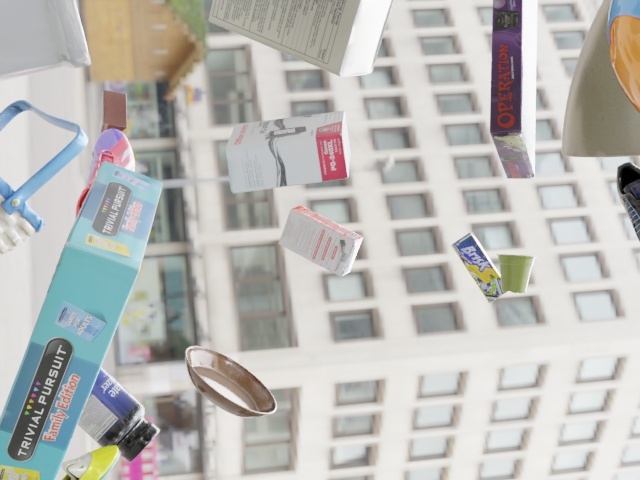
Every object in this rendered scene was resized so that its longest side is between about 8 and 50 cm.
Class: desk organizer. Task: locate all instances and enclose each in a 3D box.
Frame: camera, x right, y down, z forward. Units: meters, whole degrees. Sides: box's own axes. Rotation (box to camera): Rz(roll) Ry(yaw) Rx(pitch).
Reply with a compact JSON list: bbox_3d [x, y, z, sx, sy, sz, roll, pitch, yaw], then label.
[{"bbox_3d":[-0.437,-0.262,2.364,0.130,0.050,0.047,-102,-153,-48],"label":"desk organizer"}]

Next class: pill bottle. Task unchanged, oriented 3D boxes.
[{"bbox_3d":[-0.446,0.356,2.344,0.219,0.123,0.123,43,-10,-3],"label":"pill bottle"}]

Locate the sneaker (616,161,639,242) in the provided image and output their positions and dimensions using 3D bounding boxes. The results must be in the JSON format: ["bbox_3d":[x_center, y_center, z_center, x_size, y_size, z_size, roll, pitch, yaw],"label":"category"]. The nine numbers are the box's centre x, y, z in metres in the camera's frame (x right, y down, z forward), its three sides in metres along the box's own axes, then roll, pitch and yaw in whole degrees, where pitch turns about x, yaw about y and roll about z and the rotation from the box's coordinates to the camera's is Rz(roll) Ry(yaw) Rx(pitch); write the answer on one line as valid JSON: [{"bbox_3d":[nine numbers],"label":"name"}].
[{"bbox_3d":[0.594,-0.049,2.031,0.090,0.081,0.232,54,11,-39],"label":"sneaker"}]

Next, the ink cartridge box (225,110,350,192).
[{"bbox_3d":[-0.040,-0.114,1.432,0.109,0.150,0.063,-84,166,-67],"label":"ink cartridge box"}]

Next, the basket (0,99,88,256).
[{"bbox_3d":[-0.534,-0.104,1.833,0.254,0.289,0.201,22,-29,48],"label":"basket"}]

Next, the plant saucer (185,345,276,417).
[{"bbox_3d":[-0.171,0.267,2.057,0.036,0.198,0.198,-55,-161,10],"label":"plant saucer"}]

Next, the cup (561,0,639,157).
[{"bbox_3d":[0.514,-0.256,1.641,0.331,0.331,0.237,-145,-130,-78],"label":"cup"}]

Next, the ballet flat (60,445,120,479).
[{"bbox_3d":[-0.495,0.479,2.207,0.077,0.231,0.077,48,-14,-26],"label":"ballet flat"}]

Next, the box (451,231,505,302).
[{"bbox_3d":[0.385,0.064,2.704,0.169,0.059,0.054,57,11,4],"label":"box"}]

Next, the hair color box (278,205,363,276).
[{"bbox_3d":[0.000,0.000,2.500,0.053,0.167,0.093,-23,137,-61],"label":"hair color box"}]

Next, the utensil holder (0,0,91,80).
[{"bbox_3d":[-0.544,-0.357,1.548,0.327,0.385,0.328,164,-90,-80],"label":"utensil holder"}]

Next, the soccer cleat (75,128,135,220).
[{"bbox_3d":[-0.384,-0.092,1.978,0.095,0.083,0.248,66,29,-68],"label":"soccer cleat"}]

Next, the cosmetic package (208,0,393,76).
[{"bbox_3d":[-0.037,-0.416,2.025,0.129,0.296,0.153,-18,131,-58],"label":"cosmetic package"}]

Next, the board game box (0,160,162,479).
[{"bbox_3d":[-0.278,0.110,1.240,0.254,0.079,0.336,-97,-151,-68],"label":"board game box"}]

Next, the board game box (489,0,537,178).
[{"bbox_3d":[0.272,-0.280,1.568,0.208,0.056,0.347,36,55,-66],"label":"board game box"}]

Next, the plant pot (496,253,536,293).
[{"bbox_3d":[0.408,0.070,2.360,0.083,0.083,0.079,-167,-98,-80],"label":"plant pot"}]

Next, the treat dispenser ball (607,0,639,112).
[{"bbox_3d":[0.475,-0.245,1.283,0.288,0.288,0.288,176,-90,-81],"label":"treat dispenser ball"}]
